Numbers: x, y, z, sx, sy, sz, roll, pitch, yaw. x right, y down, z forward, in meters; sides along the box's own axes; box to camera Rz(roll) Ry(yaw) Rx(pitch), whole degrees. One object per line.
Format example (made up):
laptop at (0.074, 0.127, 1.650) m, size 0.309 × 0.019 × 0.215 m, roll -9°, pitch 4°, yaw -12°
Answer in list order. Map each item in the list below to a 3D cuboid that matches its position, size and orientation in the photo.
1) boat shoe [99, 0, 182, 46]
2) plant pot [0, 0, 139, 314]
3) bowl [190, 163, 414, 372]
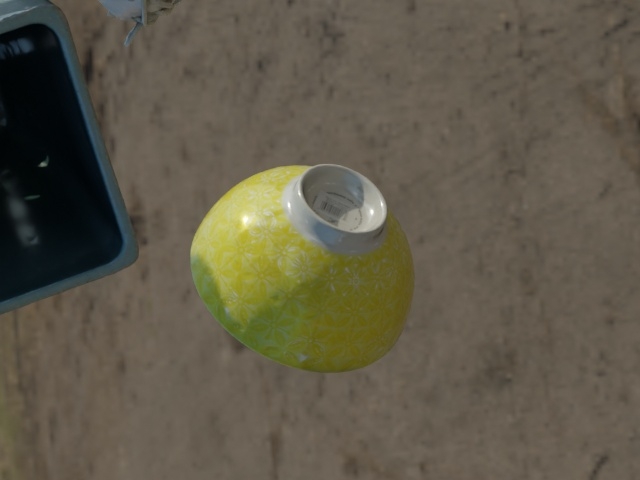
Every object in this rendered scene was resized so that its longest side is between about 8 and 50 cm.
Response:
boat shoe at (-0.188, -0.275, 1.451) m, size 0.156 × 0.367 × 0.136 m, roll 84°, pitch -153°, yaw -42°
plant pot at (-0.333, -0.093, 1.239) m, size 0.252 × 0.247 × 0.248 m, roll -130°, pitch 23°, yaw -56°
bowl at (0.000, 0.000, 1.726) m, size 0.156 × 0.289 × 0.289 m, roll 117°, pitch 146°, yaw -42°
